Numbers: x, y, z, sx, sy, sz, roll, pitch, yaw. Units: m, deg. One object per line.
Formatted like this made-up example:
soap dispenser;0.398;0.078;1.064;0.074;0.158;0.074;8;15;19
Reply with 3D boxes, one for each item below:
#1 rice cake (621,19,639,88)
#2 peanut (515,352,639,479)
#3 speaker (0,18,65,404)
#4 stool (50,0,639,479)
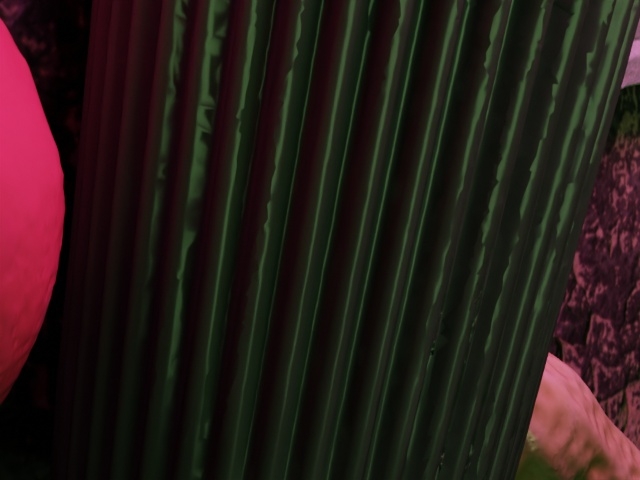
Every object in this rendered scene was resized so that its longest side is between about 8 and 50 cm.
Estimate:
rice cake;0.269;-0.167;1.161;0.226;0.040;0.085;-13;104;-42
peanut;0.159;0.168;1.033;0.313;0.152;0.152;41;68;-39
speaker;-0.239;-0.013;0.500;0.294;0.294;0.294;-8;101;-43
stool;0.000;0.000;0.760;0.297;0.297;0.330;6;96;-45
